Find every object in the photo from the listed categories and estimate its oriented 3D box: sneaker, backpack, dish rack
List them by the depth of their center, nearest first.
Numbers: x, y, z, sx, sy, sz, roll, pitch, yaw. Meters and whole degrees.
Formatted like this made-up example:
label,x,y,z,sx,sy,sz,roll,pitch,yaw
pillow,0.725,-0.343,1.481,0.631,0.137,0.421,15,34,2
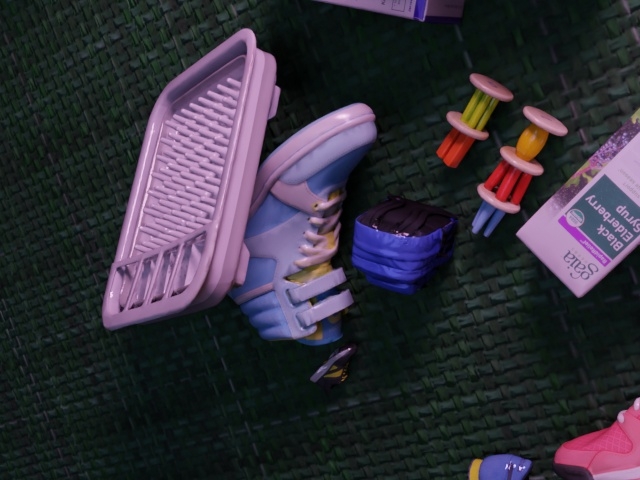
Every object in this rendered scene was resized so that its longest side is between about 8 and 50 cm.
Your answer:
label,x,y,z,sx,sy,sz,roll,pitch,yaw
sneaker,0.378,0.161,0.953,0.314,0.116,0.136,-23,79,24
backpack,0.093,0.010,1.056,0.098,0.120,0.101,12,106,26
sneaker,0.229,0.350,1.085,0.082,0.069,0.209,-8,97,26
dish rack,-0.145,-0.057,1.096,0.285,0.072,0.332,-19,57,55
sneaker,0.000,0.000,1.107,0.208,0.127,0.319,55,130,10
sneaker,0.024,0.159,1.184,0.035,0.031,0.083,44,123,-1

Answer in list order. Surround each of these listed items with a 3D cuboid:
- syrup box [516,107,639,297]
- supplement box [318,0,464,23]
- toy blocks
label,x,y,z,sx,sy,sz,roll,pitch,yaw
syrup box,0.315,-0.059,0.931,0.093,0.096,0.237,47,118,12
supplement box,0.043,-0.309,1.019,0.220,0.111,0.114,16,108,25
toy blocks,0.179,-0.089,1.024,0.123,0.054,0.148,36,116,17
